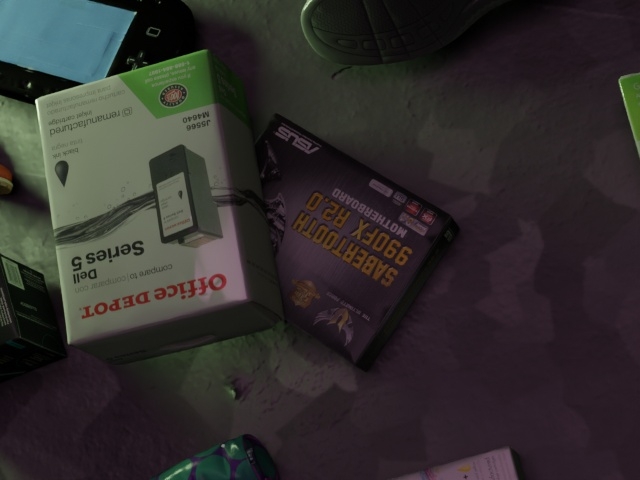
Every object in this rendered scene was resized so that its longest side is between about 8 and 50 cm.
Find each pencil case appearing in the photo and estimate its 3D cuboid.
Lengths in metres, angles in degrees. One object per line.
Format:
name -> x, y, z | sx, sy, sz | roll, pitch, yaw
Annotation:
pencil case -> -0.123, 0.256, 1.604 | 0.152, 0.064, 0.070 | -27, 54, 8

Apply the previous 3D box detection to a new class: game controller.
game controller -> -0.300, -0.230, 1.778 | 0.319, 0.067, 0.166 | 17, 81, 18

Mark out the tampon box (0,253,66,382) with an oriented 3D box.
tampon box -> -0.380, 0.098, 1.686 | 0.161, 0.120, 0.101 | -22, 72, 9

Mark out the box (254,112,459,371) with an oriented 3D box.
box -> 0.000, 0.000, 1.640 | 0.231, 0.056, 0.183 | 32, 86, 21

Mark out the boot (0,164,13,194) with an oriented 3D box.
boot -> -0.406, -0.106, 1.782 | 0.158, 0.059, 0.084 | 22, 78, 21

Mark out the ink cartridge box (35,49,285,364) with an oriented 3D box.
ink cartridge box -> -0.164, -0.031, 1.603 | 0.198, 0.115, 0.272 | -15, 73, 12

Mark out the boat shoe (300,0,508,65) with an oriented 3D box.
boat shoe -> 0.132, -0.283, 1.659 | 0.320, 0.103, 0.118 | -25, 110, 12

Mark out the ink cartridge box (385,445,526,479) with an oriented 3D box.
ink cartridge box -> 0.116, 0.277, 1.532 | 0.181, 0.061, 0.104 | -18, 72, 11

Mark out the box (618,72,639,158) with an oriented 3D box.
box -> 0.445, -0.040, 1.527 | 0.232, 0.058, 0.322 | -15, 74, 11
